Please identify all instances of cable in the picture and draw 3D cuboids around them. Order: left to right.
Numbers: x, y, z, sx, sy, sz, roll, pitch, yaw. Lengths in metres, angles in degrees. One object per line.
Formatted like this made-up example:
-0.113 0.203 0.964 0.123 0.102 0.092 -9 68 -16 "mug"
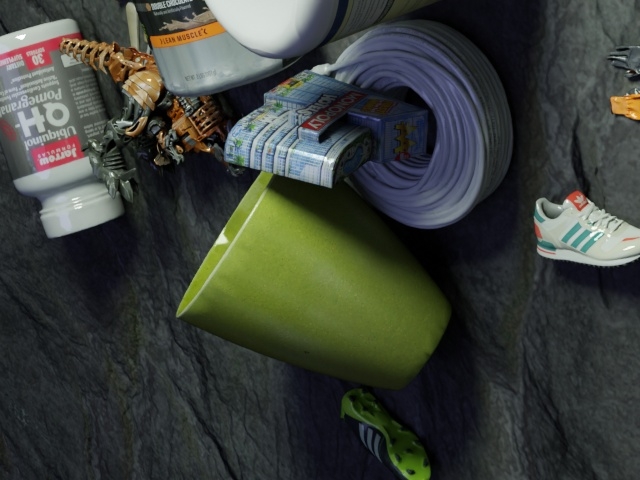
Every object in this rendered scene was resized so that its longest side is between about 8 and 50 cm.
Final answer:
0.118 -0.142 1.752 0.257 0.089 0.257 -26 89 48 "cable"

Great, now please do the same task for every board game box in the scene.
0.018 -0.131 1.681 0.194 0.194 0.060 14 120 25 "board game box"

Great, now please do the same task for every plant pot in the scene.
0.012 0.059 1.821 0.293 0.275 0.275 33 136 -7 "plant pot"

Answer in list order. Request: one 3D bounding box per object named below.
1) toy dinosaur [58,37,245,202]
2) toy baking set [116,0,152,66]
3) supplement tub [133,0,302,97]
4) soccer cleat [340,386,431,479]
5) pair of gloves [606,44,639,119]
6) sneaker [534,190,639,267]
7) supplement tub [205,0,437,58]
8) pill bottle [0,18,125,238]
-0.238 -0.191 2.072 0.322 0.164 0.218 48 126 27 "toy dinosaur"
-0.241 -0.312 2.094 0.256 0.030 0.197 -20 93 49 "toy baking set"
-0.154 -0.370 1.811 0.207 0.207 0.338 2 117 46 "supplement tub"
0.092 0.284 2.003 0.179 0.060 0.072 49 146 29 "soccer cleat"
0.346 -0.172 1.556 0.074 0.010 0.083 11 114 44 "pair of gloves"
0.309 -0.016 1.630 0.161 0.057 0.075 6 117 48 "sneaker"
0.041 -0.351 1.536 0.235 0.325 0.235 35 138 39 "supplement tub"
-0.416 -0.172 2.233 0.176 0.176 0.318 -11 100 48 "pill bottle"
